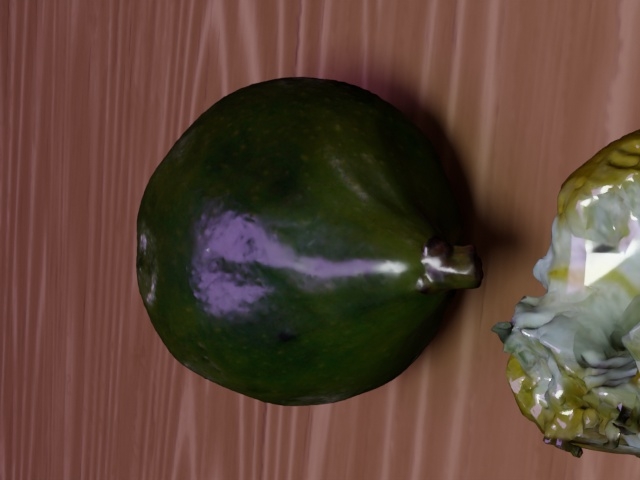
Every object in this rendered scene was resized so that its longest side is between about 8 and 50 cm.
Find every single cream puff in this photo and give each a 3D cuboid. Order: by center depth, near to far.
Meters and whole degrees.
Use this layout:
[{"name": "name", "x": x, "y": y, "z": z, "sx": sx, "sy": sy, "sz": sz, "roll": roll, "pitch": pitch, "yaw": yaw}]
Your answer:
[{"name": "cream puff", "x": 0.187, "y": 0.010, "z": 0.592, "sx": 0.221, "sy": 0.195, "sz": 0.194, "roll": 174, "pitch": 92, "yaw": -71}]

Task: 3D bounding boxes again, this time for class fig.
[{"name": "fig", "x": 0.000, "y": 0.000, "z": 0.862, "sx": 0.245, "sy": 0.195, "sz": 0.195, "roll": -178, "pitch": 85, "yaw": -68}]
